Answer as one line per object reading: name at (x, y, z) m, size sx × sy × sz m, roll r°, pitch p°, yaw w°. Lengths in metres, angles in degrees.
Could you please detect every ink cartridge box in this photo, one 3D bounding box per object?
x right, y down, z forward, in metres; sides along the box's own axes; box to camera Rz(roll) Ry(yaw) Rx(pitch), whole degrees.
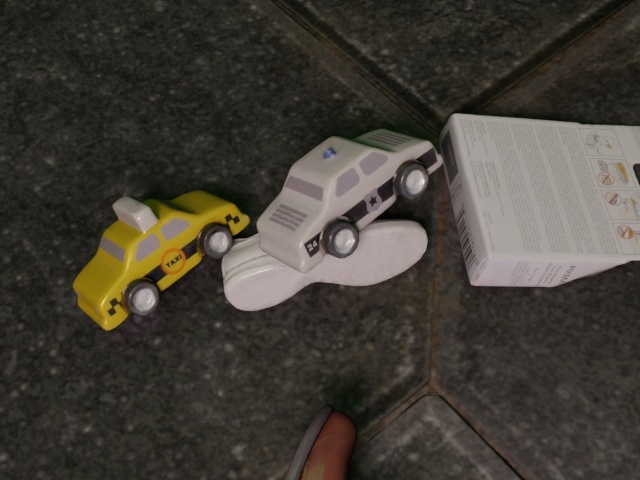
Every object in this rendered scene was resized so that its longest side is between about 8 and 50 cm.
ink cartridge box at (0.254, -0.042, 0.985) m, size 0.232 × 0.066 × 0.189 m, roll 4°, pitch 55°, yaw -17°

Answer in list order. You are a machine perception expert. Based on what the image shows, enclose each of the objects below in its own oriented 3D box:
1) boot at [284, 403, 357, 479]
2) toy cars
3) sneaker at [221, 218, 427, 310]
boot at (0.097, 0.276, 0.727) m, size 0.281 × 0.096 × 0.264 m, roll 8°, pitch 62°, yaw 5°
toy cars at (-0.077, -0.031, 0.916) m, size 0.394 × 0.087 × 0.176 m, roll -17°, pitch 33°, yaw 15°
sneaker at (0.000, 0.000, 0.961) m, size 0.212 × 0.080 × 0.094 m, roll -12°, pitch 45°, yaw -1°
